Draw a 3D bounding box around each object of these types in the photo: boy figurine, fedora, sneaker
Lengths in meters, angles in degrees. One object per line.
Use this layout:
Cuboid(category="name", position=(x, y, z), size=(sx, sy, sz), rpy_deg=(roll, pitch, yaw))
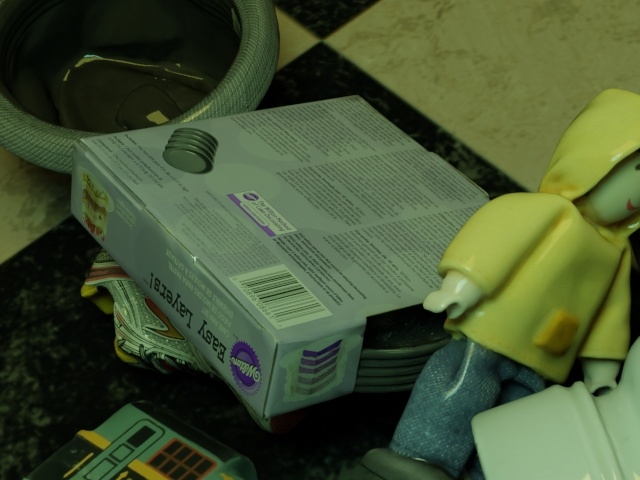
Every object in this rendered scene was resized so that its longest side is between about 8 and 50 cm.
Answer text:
Cuboid(category="boy figurine", position=(0.141, 0.043, 1.062), size=(0.092, 0.177, 0.285), rpy_deg=(24, 81, 51))
Cuboid(category="fedora", position=(-0.154, -0.128, 1.362), size=(0.275, 0.124, 0.243), rpy_deg=(25, 63, 25))
Cuboid(category="sneaker", position=(-0.086, 0.068, 1.203), size=(0.093, 0.088, 0.225), rpy_deg=(-48, 48, -1))

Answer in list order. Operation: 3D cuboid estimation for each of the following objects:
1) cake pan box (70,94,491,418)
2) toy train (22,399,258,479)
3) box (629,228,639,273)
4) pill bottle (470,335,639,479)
Cuboid(category="cake pan box", position=(0.000, 0.000, 1.161), size=(0.246, 0.070, 0.267), rpy_deg=(-15, 40, -34))
Cuboid(category="toy train", position=(-0.061, 0.224, 1.010), size=(0.334, 0.142, 0.190), rpy_deg=(25, 51, 35))
Cuboid(category="box", position=(0.327, -0.044, 1.104), size=(0.270, 0.060, 0.216), rpy_deg=(-26, 48, 20))
Cuboid(category="pill bottle", position=(0.293, 0.121, 0.908), size=(0.392, 0.224, 0.224), rpy_deg=(-18, 46, 5))
